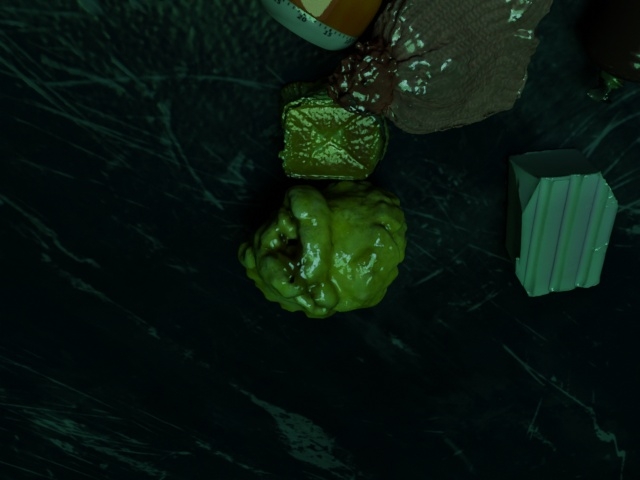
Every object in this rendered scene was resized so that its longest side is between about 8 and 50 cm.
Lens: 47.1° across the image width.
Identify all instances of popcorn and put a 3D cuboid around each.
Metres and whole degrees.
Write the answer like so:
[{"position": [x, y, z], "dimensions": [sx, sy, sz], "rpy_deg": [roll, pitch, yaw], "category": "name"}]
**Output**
[{"position": [0.000, 0.000, 0.972], "dimensions": [0.226, 0.200, 0.203], "rpy_deg": [12, 156, 39], "category": "popcorn"}]

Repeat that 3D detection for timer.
[{"position": [0.008, -0.280, 0.790], "dimensions": [0.136, 0.099, 0.136], "rpy_deg": [-11, 129, -14], "category": "timer"}]

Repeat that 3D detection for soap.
[{"position": [0.338, -0.030, 1.060], "dimensions": [0.145, 0.091, 0.230], "rpy_deg": [-9, 131, -5], "category": "soap"}]

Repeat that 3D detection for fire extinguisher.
[{"position": [0.393, -0.290, 0.830], "dimensions": [0.135, 0.114, 0.337], "rpy_deg": [-30, 149, -45], "category": "fire extinguisher"}]

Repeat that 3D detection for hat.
[{"position": [0.132, -0.216, 0.851], "dimensions": [0.286, 0.107, 0.236], "rpy_deg": [-24, 134, -19], "category": "hat"}]

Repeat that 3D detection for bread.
[{"position": [0.016, -0.142, 0.926], "dimensions": [0.140, 0.069, 0.128], "rpy_deg": [-3, 130, -1], "category": "bread"}]
